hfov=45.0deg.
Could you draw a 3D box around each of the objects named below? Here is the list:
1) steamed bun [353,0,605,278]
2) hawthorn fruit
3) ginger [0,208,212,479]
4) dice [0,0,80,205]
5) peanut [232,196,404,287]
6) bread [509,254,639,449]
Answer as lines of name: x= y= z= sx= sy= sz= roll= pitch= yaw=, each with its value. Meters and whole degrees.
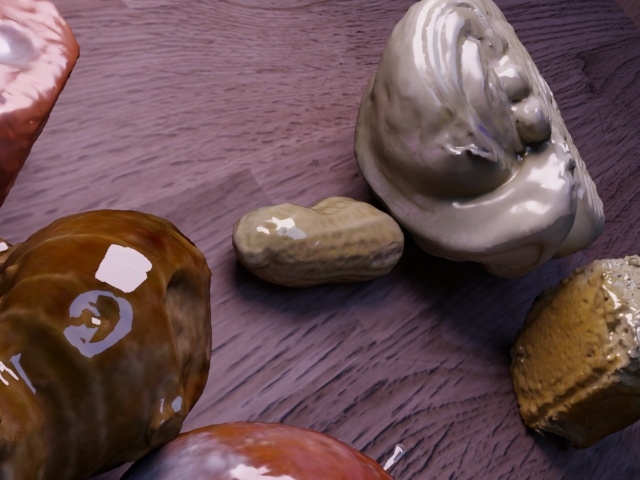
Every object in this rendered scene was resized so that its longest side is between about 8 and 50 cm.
steamed bun: x=0.175 y=-0.107 z=0.947 sx=0.339 sy=0.247 sz=0.352 roll=64 pitch=20 yaw=5
hawthorn fruit: x=-0.028 y=0.244 z=0.509 sx=0.263 sy=0.231 sz=0.235 roll=27 pitch=83 yaw=-26
ginger: x=-0.208 y=0.079 z=0.508 sx=0.357 sy=0.274 sz=0.152 roll=-35 pitch=116 yaw=-45
dice: x=-0.309 y=-0.118 z=0.612 sx=0.179 sy=0.174 sz=0.174 roll=29 pitch=45 yaw=-19
peanut: x=0.000 y=0.000 z=0.827 sx=0.214 sy=0.090 sz=0.098 roll=-4 pitch=73 yaw=-41
bread: x=0.315 y=0.124 z=0.871 sx=0.121 sy=0.245 sz=0.174 roll=7 pitch=52 yaw=-22
